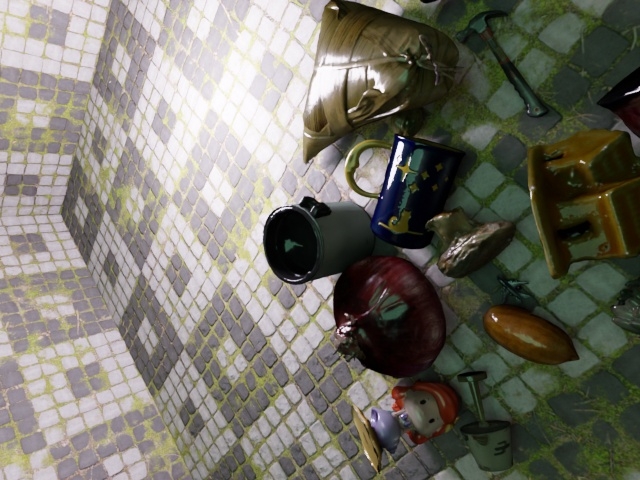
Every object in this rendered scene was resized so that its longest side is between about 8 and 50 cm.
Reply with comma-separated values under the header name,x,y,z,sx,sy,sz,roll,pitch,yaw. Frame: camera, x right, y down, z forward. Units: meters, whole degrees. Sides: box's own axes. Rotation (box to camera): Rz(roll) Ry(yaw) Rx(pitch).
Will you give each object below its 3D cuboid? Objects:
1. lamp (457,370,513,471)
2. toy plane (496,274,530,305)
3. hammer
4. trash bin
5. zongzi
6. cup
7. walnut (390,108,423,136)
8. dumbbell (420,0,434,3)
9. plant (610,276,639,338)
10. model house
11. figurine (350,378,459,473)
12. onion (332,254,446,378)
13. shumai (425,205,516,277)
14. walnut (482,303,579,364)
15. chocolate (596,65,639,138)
name,x,y,z,sx,sy,sz,roll,pitch,yaw
lamp,0.397,0.436,0.982,0.121,0.121,0.215,-20,73,39
toy plane,0.450,0.113,0.952,0.083,0.031,0.079,50,123,23
hammer,0.422,-0.398,0.911,0.111,0.033,0.288,-35,74,37
trash bin,0.000,0.000,1.157,0.217,0.262,0.277,45,121,26
zongzi,0.131,-0.311,1.020,0.500,0.218,0.467,52,138,44
cup,0.204,-0.137,1.033,0.255,0.178,0.257,31,116,36
walnut,0.227,-0.314,1.051,0.092,0.092,0.092,6,99,39
dumbbell,0.340,-0.640,0.850,0.388,0.185,0.185,4,98,39
plant,0.649,0.153,0.731,0.194,0.132,0.129,39,115,24
model house,0.537,-0.088,0.764,0.239,0.173,0.268,-17,87,40
figurine,0.224,0.469,1.072,0.181,0.256,0.208,-124,22,-51
onion,0.146,0.212,1.052,0.347,0.285,0.348,30,132,40
shumai,0.339,-0.007,0.943,0.153,0.161,0.210,53,151,20
walnut,0.466,0.211,0.899,0.207,0.115,0.116,24,110,40
chocolate,0.632,-0.235,0.633,0.283,0.283,0.186,-33,93,37
